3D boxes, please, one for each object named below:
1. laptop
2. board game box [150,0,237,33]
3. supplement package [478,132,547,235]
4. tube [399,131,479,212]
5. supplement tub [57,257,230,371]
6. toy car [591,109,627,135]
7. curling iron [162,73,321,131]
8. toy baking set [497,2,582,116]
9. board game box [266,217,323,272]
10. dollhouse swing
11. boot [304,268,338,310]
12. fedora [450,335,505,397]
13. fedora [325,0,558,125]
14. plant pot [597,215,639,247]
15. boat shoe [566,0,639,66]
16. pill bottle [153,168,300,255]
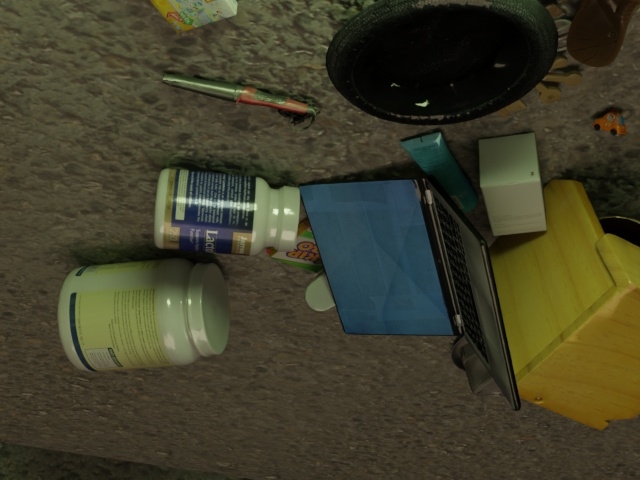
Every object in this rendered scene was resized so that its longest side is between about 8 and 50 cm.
[{"bbox_3d":[0.161,0.099,1.857,0.236,0.408,0.382,-21,122,-4],"label":"laptop"},{"bbox_3d":[-0.203,-0.371,1.441,0.103,0.026,0.154,-12,147,22],"label":"board game box"},{"bbox_3d":[0.351,-0.100,1.810,0.105,0.105,0.179,-5,150,14],"label":"supplement package"},{"bbox_3d":[0.227,-0.127,1.831,0.080,0.052,0.207,-17,140,25],"label":"tube"},{"bbox_3d":[-0.381,0.161,2.168,0.324,0.236,0.235,-5,150,12],"label":"supplement tub"},{"bbox_3d":[0.528,-0.202,1.713,0.122,0.060,0.041,0,110,-32],"label":"toy car"},{"bbox_3d":[-0.131,-0.235,1.667,0.273,0.035,0.068,12,148,-18],"label":"curling iron"},{"bbox_3d":[0.312,-0.285,1.571,0.196,0.030,0.256,-9,149,12],"label":"toy baking set"},{"bbox_3d":[0.000,0.000,2.076,0.124,0.039,0.259,19,148,-28],"label":"board game box"},{"bbox_3d":[0.515,0.110,1.883,0.315,0.305,0.347,24,130,-16],"label":"dollhouse swing"},{"bbox_3d":[0.078,0.054,2.123,0.258,0.123,0.095,-30,99,8],"label":"boot"},{"bbox_3d":[0.457,0.324,2.526,0.243,0.124,0.275,8,150,-11],"label":"fedora"},{"bbox_3d":[0.170,-0.303,1.415,0.333,0.153,0.334,3,153,2],"label":"fedora"},{"bbox_3d":[0.606,0.084,2.049,0.215,0.216,0.230,-7,163,15],"label":"plant pot"},{"bbox_3d":[0.416,-0.368,1.377,0.104,0.089,0.285,26,148,7],"label":"boat shoe"},{"bbox_3d":[-0.176,-0.050,1.874,0.264,0.153,0.153,5,150,-6],"label":"pill bottle"}]
